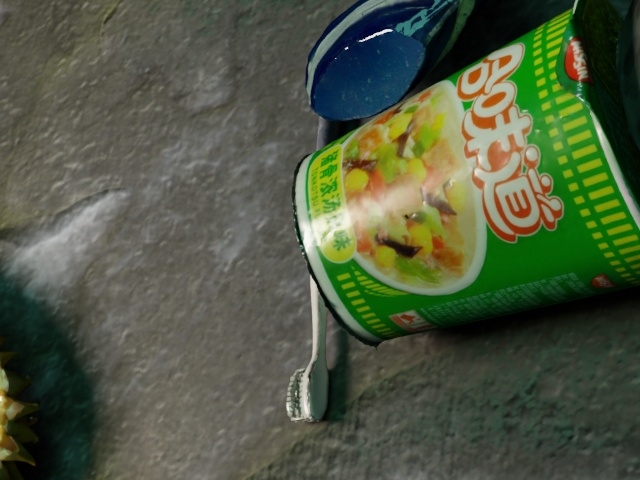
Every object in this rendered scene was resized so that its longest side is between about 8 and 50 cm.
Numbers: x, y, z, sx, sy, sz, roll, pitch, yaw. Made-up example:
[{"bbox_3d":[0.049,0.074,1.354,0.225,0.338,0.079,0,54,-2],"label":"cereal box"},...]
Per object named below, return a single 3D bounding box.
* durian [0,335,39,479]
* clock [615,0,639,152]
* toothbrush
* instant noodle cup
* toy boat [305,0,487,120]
[{"bbox_3d":[-0.351,0.106,1.293,0.341,0.112,0.191,16,66,22],"label":"durian"},{"bbox_3d":[0.348,-0.101,0.996,0.325,0.067,0.325,3,60,-5],"label":"clock"},{"bbox_3d":[0.000,0.000,1.224,0.026,0.024,0.288,-13,62,36],"label":"toothbrush"},{"bbox_3d":[0.112,-0.035,1.094,0.232,0.207,0.207,-20,60,24],"label":"instant noodle cup"},{"bbox_3d":[0.094,-0.201,1.188,0.291,0.070,0.210,-49,15,-15],"label":"toy boat"}]
